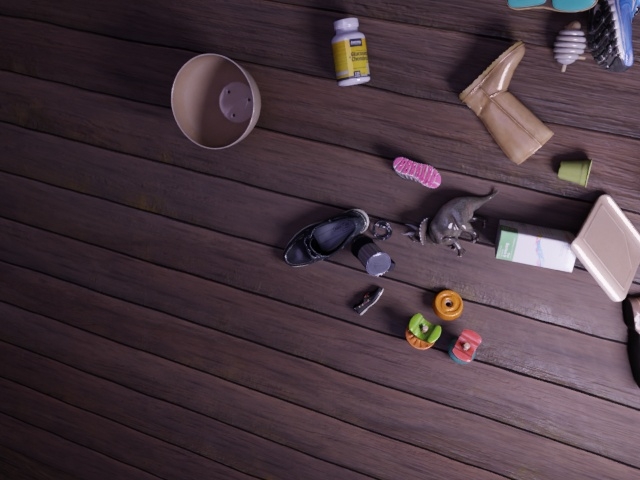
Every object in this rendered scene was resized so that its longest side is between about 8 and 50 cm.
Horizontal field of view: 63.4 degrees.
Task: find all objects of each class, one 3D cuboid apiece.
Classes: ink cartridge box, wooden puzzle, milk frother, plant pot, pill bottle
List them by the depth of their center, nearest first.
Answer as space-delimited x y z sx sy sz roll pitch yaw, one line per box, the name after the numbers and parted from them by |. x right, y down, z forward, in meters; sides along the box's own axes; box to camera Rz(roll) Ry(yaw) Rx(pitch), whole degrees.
0.808 0.019 1.455 0.221 0.239 0.044 49 152 -6 | wooden puzzle
0.729 -0.199 1.489 0.079 0.083 0.083 13 108 26 | plant pot
0.631 0.012 1.528 0.213 0.154 0.093 9 107 14 | ink cartridge box
0.089 -0.568 1.567 0.103 0.103 0.184 -5 103 18 | pill bottle
-0.306 -0.445 1.675 0.284 0.191 0.284 4 105 16 | plant pot
0.186 0.021 1.676 0.129 0.134 0.143 0 115 -22 | milk frother

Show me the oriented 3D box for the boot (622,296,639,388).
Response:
0.981 0.312 1.534 0.115 0.112 0.305 -8 100 8 | boot

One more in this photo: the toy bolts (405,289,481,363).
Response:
0.418 0.302 1.712 0.228 0.158 0.218 35 71 16 | toy bolts

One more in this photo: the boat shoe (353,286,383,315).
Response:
0.164 0.203 1.780 0.042 0.049 0.133 40 117 -5 | boat shoe

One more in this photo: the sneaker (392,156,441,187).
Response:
0.296 -0.214 1.625 0.170 0.075 0.063 20 92 -12 | sneaker

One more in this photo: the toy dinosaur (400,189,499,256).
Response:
0.413 -0.056 1.598 0.160 0.121 0.313 42 117 -11 | toy dinosaur

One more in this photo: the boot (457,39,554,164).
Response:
0.565 -0.392 1.482 0.269 0.089 0.236 47 123 1 | boot

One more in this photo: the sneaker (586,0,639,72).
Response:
0.771 -0.595 1.317 0.147 0.130 0.329 -3 89 0 | sneaker

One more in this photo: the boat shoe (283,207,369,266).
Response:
0.002 0.003 1.741 0.340 0.113 0.127 -23 97 21 | boat shoe

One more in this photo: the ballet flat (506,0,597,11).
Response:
0.615 -0.652 1.370 0.232 0.073 0.080 19 132 31 | ballet flat

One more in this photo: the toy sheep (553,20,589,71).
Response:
0.678 -0.527 1.408 0.091 0.091 0.132 8 106 15 | toy sheep
